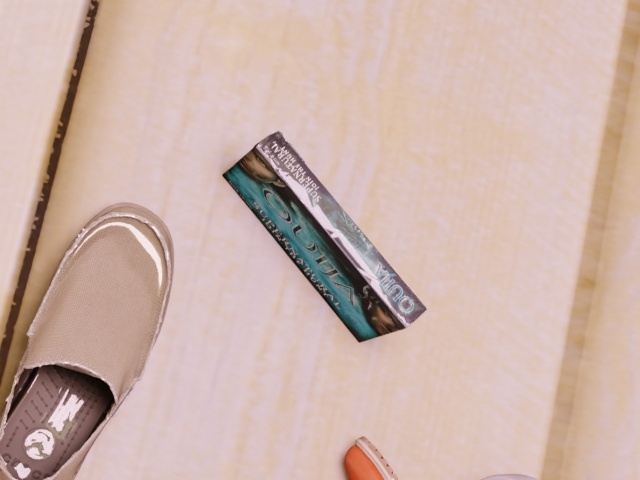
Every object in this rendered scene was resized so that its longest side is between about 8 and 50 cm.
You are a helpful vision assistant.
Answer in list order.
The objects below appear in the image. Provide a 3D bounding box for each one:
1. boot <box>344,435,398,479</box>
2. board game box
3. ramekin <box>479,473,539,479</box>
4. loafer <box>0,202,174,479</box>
[{"bbox_3d":[0.037,0.243,1.308,0.084,0.059,0.158,-17,85,-10],"label":"boot"},{"bbox_3d":[0.000,0.000,1.297,0.026,0.126,0.186,-41,93,-18],"label":"board game box"},{"bbox_3d":[0.184,0.290,1.270,0.109,0.207,0.207,6,80,-26],"label":"ramekin"},{"bbox_3d":[-0.183,0.093,1.247,0.102,0.092,0.268,24,76,-12],"label":"loafer"}]
